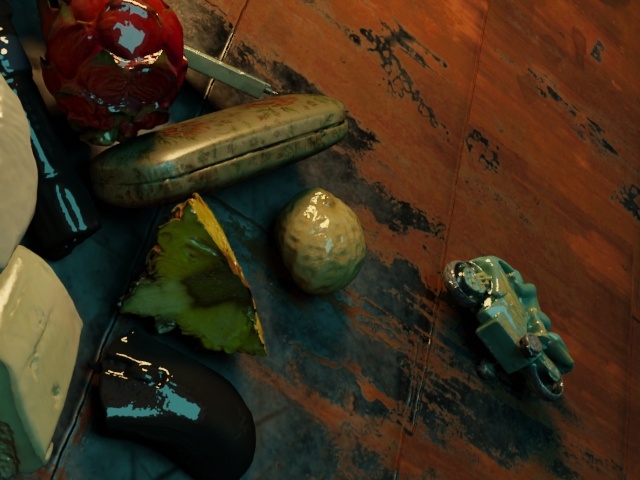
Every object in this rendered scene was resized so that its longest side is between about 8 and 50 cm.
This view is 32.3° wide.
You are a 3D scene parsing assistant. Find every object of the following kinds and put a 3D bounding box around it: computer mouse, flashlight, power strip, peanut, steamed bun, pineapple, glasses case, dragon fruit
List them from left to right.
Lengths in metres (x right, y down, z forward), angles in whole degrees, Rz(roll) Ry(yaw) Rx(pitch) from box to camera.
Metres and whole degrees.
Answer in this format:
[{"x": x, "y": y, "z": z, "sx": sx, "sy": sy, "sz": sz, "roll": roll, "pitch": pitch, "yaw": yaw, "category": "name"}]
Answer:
[{"x": -0.368, "y": 0.122, "z": 1.225, "sx": 0.225, "sy": 0.170, "sz": 0.200, "roll": -78, "pitch": 156, "yaw": -53, "category": "steamed bun"}, {"x": -0.391, "y": -0.179, "z": 1.391, "sx": 0.103, "sy": 0.103, "sz": 0.424, "roll": -24, "pitch": 88, "yaw": -45, "category": "flashlight"}, {"x": -0.265, "y": -0.243, "z": 1.406, "sx": 0.192, "sy": 0.193, "sz": 0.274, "roll": 19, "pitch": 55, "yaw": -47, "category": "dragon fruit"}, {"x": -0.171, "y": 0.205, "z": 1.395, "sx": 0.264, "sy": 0.088, "sz": 0.147, "roll": 28, "pitch": 50, "yaw": -25, "category": "computer mouse"}, {"x": -0.177, "y": 0.052, "z": 1.457, "sx": 0.250, "sy": 0.164, "sz": 0.140, "roll": 57, "pitch": 11, "yaw": -29, "category": "pineapple"}, {"x": -0.166, "y": -0.256, "z": 1.613, "sx": 0.227, "sy": 0.080, "sz": 0.029, "roll": 23, "pitch": 99, "yaw": -16, "category": "power strip"}, {"x": -0.131, "y": -0.131, "z": 1.543, "sx": 0.425, "sy": 0.156, "sz": 0.098, "roll": -24, "pitch": 111, "yaw": -46, "category": "glasses case"}, {"x": 0.000, "y": 0.000, "z": 1.627, "sx": 0.140, "sy": 0.109, "sz": 0.159, "roll": -5, "pitch": 76, "yaw": -58, "category": "peanut"}]

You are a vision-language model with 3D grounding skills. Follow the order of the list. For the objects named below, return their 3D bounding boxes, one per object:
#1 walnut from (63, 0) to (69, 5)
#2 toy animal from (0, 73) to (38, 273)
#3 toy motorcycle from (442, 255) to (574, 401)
[{"x": -0.313, "y": -0.345, "z": 1.535, "sx": 0.105, "sy": 0.105, "sz": 0.124, "roll": -20, "pitch": 77, "yaw": -45, "category": "walnut"}, {"x": -0.438, "y": -0.113, "z": 1.159, "sx": 0.308, "sy": 0.188, "sz": 0.266, "roll": 39, "pitch": 48, "yaw": -20, "category": "toy animal"}, {"x": 0.316, "y": 0.133, "z": 1.857, "sx": 0.296, "sy": 0.109, "sz": 0.198, "roll": 52, "pitch": 35, "yaw": -6, "category": "toy motorcycle"}]
